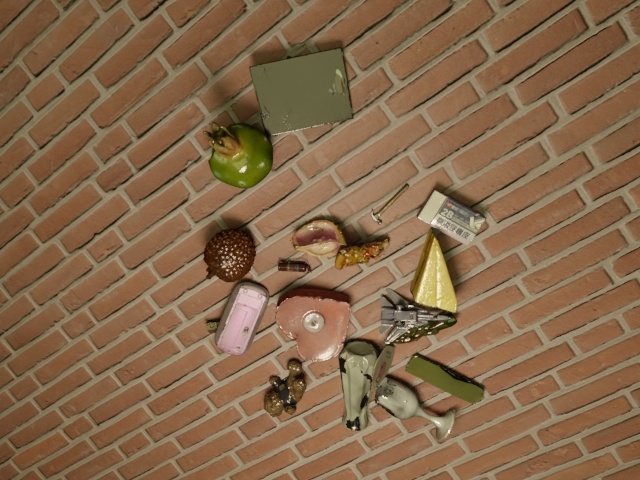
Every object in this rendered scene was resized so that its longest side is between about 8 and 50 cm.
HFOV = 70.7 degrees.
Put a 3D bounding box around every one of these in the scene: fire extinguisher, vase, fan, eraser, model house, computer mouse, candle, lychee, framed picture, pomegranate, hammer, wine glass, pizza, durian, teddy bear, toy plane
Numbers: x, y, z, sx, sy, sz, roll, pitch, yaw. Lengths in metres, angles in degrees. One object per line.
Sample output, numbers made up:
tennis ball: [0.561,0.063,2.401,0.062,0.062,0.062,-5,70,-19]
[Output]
fire extinguisher: [-0.100,0.104,1.781,0.132,0.039,0.056,2,115,8]
vase: [0.147,0.590,1.825,0.165,0.165,0.359,5,110,7]
fan: [0.219,0.556,1.765,0.010,0.182,0.309,21,82,33]
eraser: [0.470,-0.085,1.627,0.210,0.068,0.124,29,108,1]
model house: [-0.437,0.364,1.895,0.084,0.057,0.058,-8,99,9]
computer mouse: [-0.320,0.317,1.840,0.159,0.072,0.310,22,95,-10]
candle: [-0.115,-0.577,1.585,0.052,0.052,0.130,23,108,2]
lychee: [-0.354,0.065,1.731,0.238,0.200,0.200,-43,96,4]
framed picture: [-0.063,-0.514,1.577,0.324,0.013,0.243,-11,111,3]
candle: [-0.013,0.302,1.782,0.287,0.131,0.317,-37,107,10]
pomegranate: [-0.287,-0.308,1.561,0.236,0.302,0.235,-1,80,9]
hammer: [0.257,-0.141,1.670,0.062,0.017,0.182,42,106,-4]
wine glass: [0.376,0.674,1.820,0.321,0.143,0.143,27,108,3]
pizza: [0.150,0.060,1.673,0.147,0.227,0.069,-55,51,47]
durian: [0.001,-0.002,1.689,0.182,0.132,0.165,-36,90,20]
teddy bear: [-0.134,0.638,1.895,0.129,0.181,0.251,30,111,-39]
toy plane: [0.356,0.290,1.706,0.268,0.088,0.212,-1,79,21]

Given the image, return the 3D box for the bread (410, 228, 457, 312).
bread: [0.442,0.110,1.633,0.163,0.167,0.263,15,106,3]

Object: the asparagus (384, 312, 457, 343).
asparagus: [0.387,0.349,1.759,0.288,0.080,0.080,-21,101,8]

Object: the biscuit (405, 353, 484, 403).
biscuit: [0.503,0.557,1.816,0.323,0.038,0.099,25,111,0]
